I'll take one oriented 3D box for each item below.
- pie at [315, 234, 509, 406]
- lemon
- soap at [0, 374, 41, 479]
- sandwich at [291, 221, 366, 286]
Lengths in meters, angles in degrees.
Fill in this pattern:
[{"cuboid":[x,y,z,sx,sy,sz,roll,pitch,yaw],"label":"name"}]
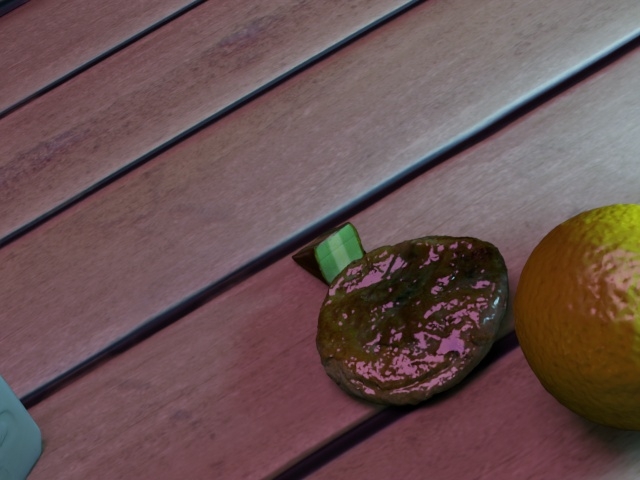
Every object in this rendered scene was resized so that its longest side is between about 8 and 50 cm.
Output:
[{"cuboid":[0.113,0.094,1.991,0.277,0.078,0.277,-19,34,14],"label":"pie"},{"cuboid":[0.342,0.084,1.708,0.267,0.267,0.267,-18,36,13],"label":"lemon"},{"cuboid":[-0.495,0.224,2.039,0.095,0.289,0.173,-3,41,34],"label":"soap"},{"cuboid":[0.000,0.000,2.187,0.074,0.074,0.116,-37,36,-15],"label":"sandwich"}]
